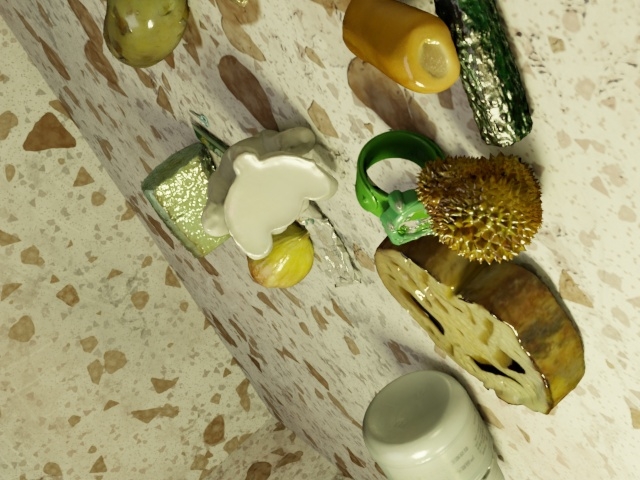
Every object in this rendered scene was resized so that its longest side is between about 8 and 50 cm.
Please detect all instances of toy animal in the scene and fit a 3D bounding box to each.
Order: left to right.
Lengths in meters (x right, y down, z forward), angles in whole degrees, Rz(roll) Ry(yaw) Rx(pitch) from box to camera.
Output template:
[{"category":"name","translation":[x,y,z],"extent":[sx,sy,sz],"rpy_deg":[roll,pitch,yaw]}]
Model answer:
[{"category":"toy animal","translation":[-0.114,-0.121,1.537],"extent":[0.206,0.272,0.265],"rpy_deg":[44,-172,-22]}]

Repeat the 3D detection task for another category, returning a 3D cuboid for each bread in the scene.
[{"category":"bread","translation":[0.086,-0.242,0.962],"extent":[0.092,0.074,0.239],"rpy_deg":[62,176,-30]}]

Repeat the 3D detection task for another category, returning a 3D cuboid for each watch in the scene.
[{"category":"watch","translation":[0.137,-0.085,1.180],"extent":[0.131,0.165,0.152],"rpy_deg":[86,165,-61]}]

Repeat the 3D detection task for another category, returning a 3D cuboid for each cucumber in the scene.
[{"category":"cucumber","translation":[0.171,-0.240,0.893],"extent":[0.067,0.067,0.293],"rpy_deg":[23,146,53]}]

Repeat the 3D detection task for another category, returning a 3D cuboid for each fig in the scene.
[{"category":"fig","translation":[-0.069,0.017,1.836],"extent":[0.159,0.159,0.257],"rpy_deg":[51,139,-3]}]

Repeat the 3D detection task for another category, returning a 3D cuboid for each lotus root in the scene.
[{"category":"lotus root","translation":[0.256,0.128,1.326],"extent":[0.390,0.111,0.375],"rpy_deg":[40,160,18]}]

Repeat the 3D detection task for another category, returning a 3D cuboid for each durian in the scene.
[{"category":"durian","translation":[0.209,-0.044,1.017],"extent":[0.137,0.168,0.158],"rpy_deg":[111,157,-53]}]

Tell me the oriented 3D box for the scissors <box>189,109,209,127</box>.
[{"category":"scissors","translation":[-0.294,-0.298,1.906],"extent":[0.083,0.006,0.036],"rpy_deg":[35,154,37]}]

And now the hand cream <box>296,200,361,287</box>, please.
[{"category":"hand cream","translation":[0.002,-0.003,1.708],"extent":[0.084,0.050,0.257],"rpy_deg":[-11,123,44]}]

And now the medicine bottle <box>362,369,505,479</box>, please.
[{"category":"medicine bottle","translation":[0.255,0.462,1.723],"extent":[0.245,0.245,0.306],"rpy_deg":[18,144,57]}]

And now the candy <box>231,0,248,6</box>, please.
[{"category":"candy","translation":[-0.141,-0.425,1.234],"extent":[0.110,0.085,0.095],"rpy_deg":[49,173,-31]}]

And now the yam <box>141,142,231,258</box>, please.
[{"category":"yam","translation":[-0.323,-0.101,2.078],"extent":[0.271,0.202,0.201],"rpy_deg":[59,-179,-26]}]

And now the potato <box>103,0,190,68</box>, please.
[{"category":"potato","translation":[-0.347,-0.430,1.564],"extent":[0.165,0.165,0.262],"rpy_deg":[51,156,-2]}]

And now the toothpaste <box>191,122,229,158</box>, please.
[{"category":"toothpaste","translation":[-0.251,-0.226,1.908],"extent":[0.204,0.031,0.049],"rpy_deg":[38,156,37]}]
